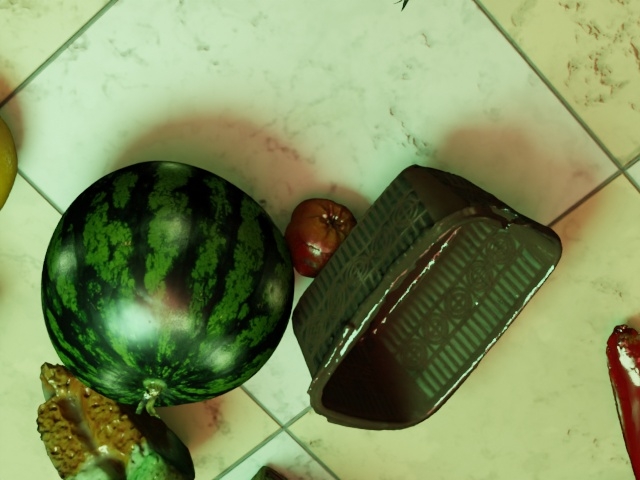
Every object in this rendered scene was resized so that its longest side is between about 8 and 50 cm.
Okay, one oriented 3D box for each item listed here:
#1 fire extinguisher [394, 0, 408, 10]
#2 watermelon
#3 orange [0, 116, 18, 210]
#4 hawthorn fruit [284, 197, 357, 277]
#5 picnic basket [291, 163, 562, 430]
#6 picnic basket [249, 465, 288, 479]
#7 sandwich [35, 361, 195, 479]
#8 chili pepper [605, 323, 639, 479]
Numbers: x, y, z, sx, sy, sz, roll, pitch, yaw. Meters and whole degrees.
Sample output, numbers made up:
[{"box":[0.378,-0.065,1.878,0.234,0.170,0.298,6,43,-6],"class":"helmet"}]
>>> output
[{"box":[0.072,-0.277,1.439,0.038,0.025,0.083,-39,108,-7],"class":"fire extinguisher"},{"box":[-0.161,0.046,1.475,0.269,0.269,0.269,1,114,2],"class":"watermelon"},{"box":[-0.400,-0.080,1.486,0.136,0.159,0.159,31,119,33],"class":"orange"},{"box":[0.000,0.000,1.540,0.093,0.093,0.093,1,114,2],"class":"hawthorn fruit"},{"box":[0.092,0.055,1.494,0.222,0.129,0.297,16,118,-46],"class":"picnic basket"},{"box":[-0.055,0.396,1.617,0.165,0.267,0.139,38,103,-10],"class":"picnic basket"},{"box":[-0.227,0.232,1.581,0.109,0.292,0.212,-33,69,-3],"class":"sandwich"},{"box":[0.410,0.267,1.627,0.110,0.110,0.387,-16,107,9],"class":"chili pepper"}]
